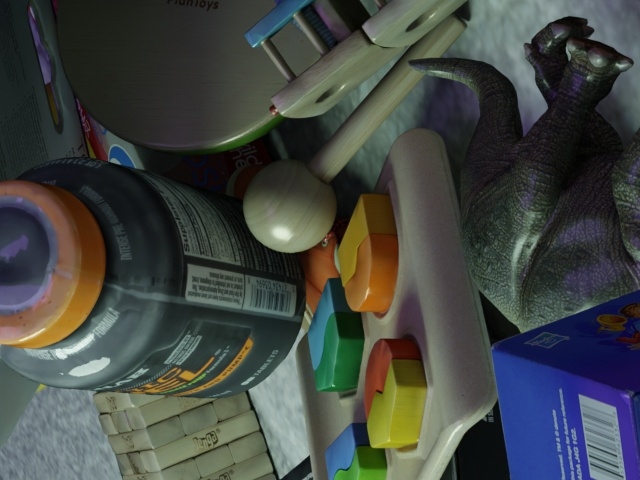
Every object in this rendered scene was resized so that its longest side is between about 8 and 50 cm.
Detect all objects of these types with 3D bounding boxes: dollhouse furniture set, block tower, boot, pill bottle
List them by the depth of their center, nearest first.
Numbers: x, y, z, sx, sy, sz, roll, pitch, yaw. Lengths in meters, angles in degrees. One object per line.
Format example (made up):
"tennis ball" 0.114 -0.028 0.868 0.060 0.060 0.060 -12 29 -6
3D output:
"dollhouse furniture set" -0.023 -0.147 0.941 0.129 0.184 0.129 -38 81 20
"pill bottle" -0.114 0.023 1.091 0.130 0.246 0.130 -3 83 24
"boot" 0.000 0.000 1.204 0.158 0.059 0.084 52 145 18
"block tower" -0.067 0.257 1.448 0.091 0.097 0.335 -20 90 63

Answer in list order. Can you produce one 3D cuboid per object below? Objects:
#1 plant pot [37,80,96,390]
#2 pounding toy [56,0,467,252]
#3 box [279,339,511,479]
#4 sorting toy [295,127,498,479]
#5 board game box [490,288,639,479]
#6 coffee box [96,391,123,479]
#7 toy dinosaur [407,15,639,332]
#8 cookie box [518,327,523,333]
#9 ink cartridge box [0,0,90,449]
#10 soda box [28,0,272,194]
"plant pot" -0.199 -0.002 1.431 0.187 0.212 0.212 58 153 -1
"pounding toy" -0.034 -0.112 1.123 0.237 0.183 0.110 41 -175 25
"box" 0.056 0.222 1.119 0.307 0.077 0.242 131 140 -60
"sorting toy" 0.030 0.071 1.053 0.208 0.038 0.193 117 152 -46
"board game box" 0.204 0.172 0.722 0.078 0.233 0.347 17 121 58
"coffee box" -0.142 0.158 1.581 0.113 0.040 0.184 -7 100 63
"toy dinosaur" 0.123 -0.006 0.847 0.313 0.121 0.160 28 109 35
"cookie box" 0.135 0.017 0.968 0.092 0.040 0.107 60 151 22
"ink cartridge box" -0.225 -0.067 1.152 0.330 0.071 0.324 -74 -26 -68
"soda box" -0.108 -0.084 1.307 0.263 0.092 0.083 65 155 15
